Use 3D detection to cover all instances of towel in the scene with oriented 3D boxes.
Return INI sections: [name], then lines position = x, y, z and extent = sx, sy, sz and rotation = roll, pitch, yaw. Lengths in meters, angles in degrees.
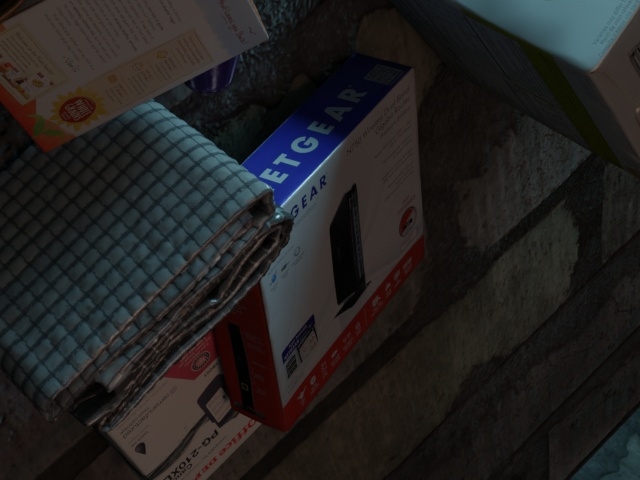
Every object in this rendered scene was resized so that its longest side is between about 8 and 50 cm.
[towel]
position = -0.197, 0.016, 1.151
extent = 0.283, 0.235, 0.121
rotation = -47, 152, -9

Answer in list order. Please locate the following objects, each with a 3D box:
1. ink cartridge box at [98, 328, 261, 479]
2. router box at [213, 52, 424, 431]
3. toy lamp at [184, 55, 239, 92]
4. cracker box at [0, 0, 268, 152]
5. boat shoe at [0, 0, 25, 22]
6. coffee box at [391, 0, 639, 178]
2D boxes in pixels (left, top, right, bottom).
[ink cartridge box]
position = -0.177, 0.186, 1.447
extent = 0.172, 0.100, 0.237
rotation = -44, 146, -15
[router box]
position = 0.000, 0.000, 1.417
extent = 0.335, 0.082, 0.301
rotation = -49, 146, -36
[toy lamp]
position = -0.107, -0.266, 1.147
extent = 0.080, 0.080, 0.274
rotation = -27, 136, -34
[cracker box]
position = -0.180, -0.190, 1.061
extent = 0.232, 0.067, 0.155
rotation = -26, 145, 3
[boat shoe]
position = -0.353, -0.160, 0.900
extent = 0.324, 0.120, 0.122
rotation = -38, 143, -23
[coffee box]
position = 0.297, -0.321, 1.353
extent = 0.337, 0.334, 0.338
rotation = -55, 149, 1
